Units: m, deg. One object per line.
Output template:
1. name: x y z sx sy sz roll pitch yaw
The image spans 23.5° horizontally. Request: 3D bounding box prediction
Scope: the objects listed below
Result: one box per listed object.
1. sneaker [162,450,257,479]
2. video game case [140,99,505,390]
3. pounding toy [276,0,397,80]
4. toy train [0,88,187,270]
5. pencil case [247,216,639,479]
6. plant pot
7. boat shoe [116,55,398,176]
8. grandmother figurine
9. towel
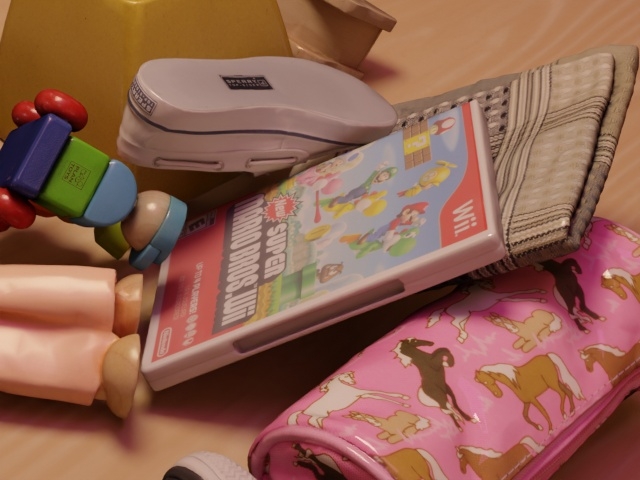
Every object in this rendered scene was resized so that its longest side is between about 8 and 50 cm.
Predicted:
1. sneaker: -0.055 0.248 0.954 0.153 0.101 0.268 -21 44 -35
2. video game case: 0.000 0.000 1.186 0.285 0.025 0.204 -22 30 15
3. pounding toy: -0.073 -0.233 1.564 0.269 0.155 0.154 34 13 11
4. toy train: -0.205 -0.034 1.238 0.143 0.248 0.105 31 78 -19
5. pencil case: 0.124 0.115 1.122 0.386 0.160 0.167 -33 87 -44
6. plant pot: -0.152 -0.172 1.341 0.212 0.187 0.212 -29 47 -36
7. boat shoe: -0.054 -0.097 1.273 0.258 0.084 0.095 3 41 -35
8. grandmother figurine: -0.305 0.048 1.126 0.342 0.104 0.208 8 30 -11
9. towel: 0.094 -0.054 1.268 0.312 0.056 0.324 -16 25 29
